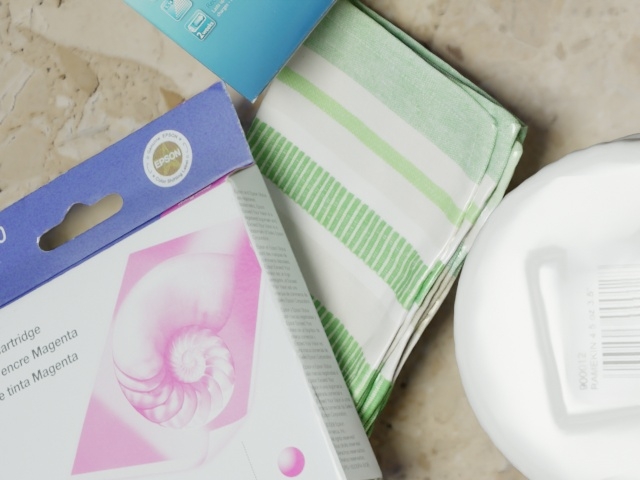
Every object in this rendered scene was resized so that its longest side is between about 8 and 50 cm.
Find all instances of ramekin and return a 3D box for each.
[{"bbox_3d":[0.225,0.058,1.344,0.277,0.135,0.277,0,90,24],"label":"ramekin"}]

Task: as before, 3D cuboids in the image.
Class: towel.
[{"bbox_3d":[0.000,0.000,1.462,0.248,0.038,0.325,40,109,39],"label":"towel"}]

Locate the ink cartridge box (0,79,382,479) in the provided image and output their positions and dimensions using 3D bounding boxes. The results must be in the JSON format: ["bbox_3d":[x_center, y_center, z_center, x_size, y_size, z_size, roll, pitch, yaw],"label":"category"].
[{"bbox_3d":[-0.156,0.093,1.456,0.324,0.071,0.330,-29,74,23],"label":"ink cartridge box"}]

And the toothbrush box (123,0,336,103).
[{"bbox_3d":[-0.101,-0.277,1.406,0.295,0.126,0.216,37,94,-15],"label":"toothbrush box"}]
